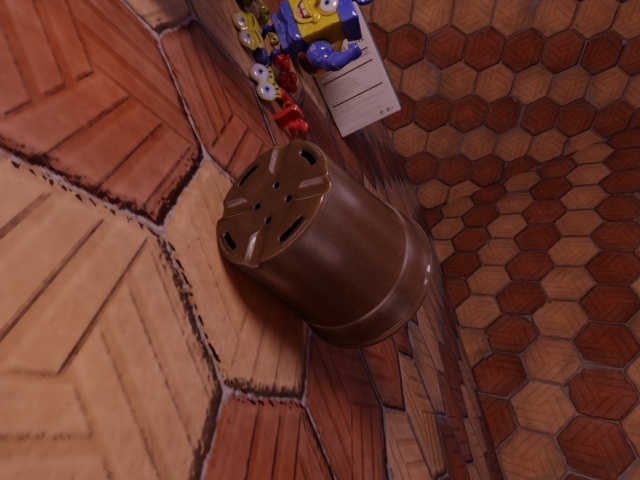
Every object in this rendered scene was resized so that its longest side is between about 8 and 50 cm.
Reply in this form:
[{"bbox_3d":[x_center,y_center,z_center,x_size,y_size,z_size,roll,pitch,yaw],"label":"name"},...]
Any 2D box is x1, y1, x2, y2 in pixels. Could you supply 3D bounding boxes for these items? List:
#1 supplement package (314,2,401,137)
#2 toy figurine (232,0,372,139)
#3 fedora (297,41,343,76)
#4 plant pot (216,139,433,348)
[{"bbox_3d":[0.082,-0.460,1.201,0.293,0.175,0.177,63,19,-15],"label":"supplement package"},{"bbox_3d":[-0.012,-0.381,0.748,0.191,0.217,0.363,17,53,-69],"label":"toy figurine"},{"bbox_3d":[-0.027,-0.456,0.955,0.079,0.194,0.195,-16,83,-37],"label":"fedora"},{"bbox_3d":[0.000,0.000,0.435,0.165,0.166,0.167,39,32,-43],"label":"plant pot"}]
